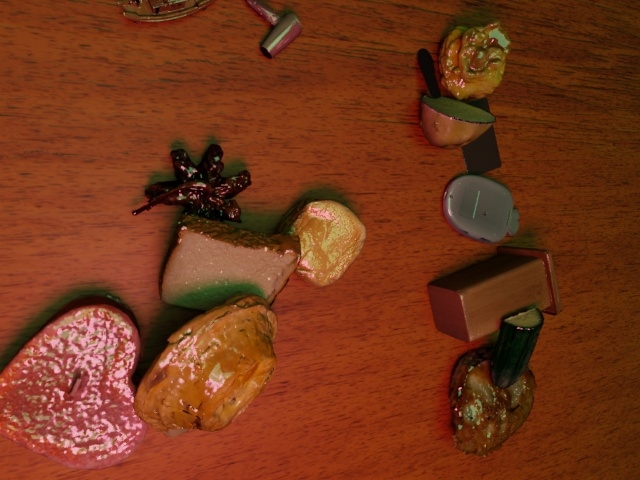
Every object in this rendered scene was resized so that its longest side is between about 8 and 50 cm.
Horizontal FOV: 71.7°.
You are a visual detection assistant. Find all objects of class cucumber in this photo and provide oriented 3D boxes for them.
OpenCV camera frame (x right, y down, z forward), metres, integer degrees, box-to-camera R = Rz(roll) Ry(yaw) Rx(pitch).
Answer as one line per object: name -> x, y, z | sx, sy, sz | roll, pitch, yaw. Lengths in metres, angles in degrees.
cucumber -> 0.521, 0.303, 1.177 | 0.115, 0.063, 0.244 | -7, 120, -18

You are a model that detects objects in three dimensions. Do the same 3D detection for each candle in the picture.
candle -> -0.470, 0.270, 0.828 | 0.286, 0.131, 0.317 | -4, 93, -22

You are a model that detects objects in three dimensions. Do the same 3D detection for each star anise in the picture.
star anise -> -0.244, -0.096, 0.918 | 0.190, 0.125, 0.220 | 34, 76, -26

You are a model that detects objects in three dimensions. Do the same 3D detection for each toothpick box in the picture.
toothpick box -> 0.477, 0.151, 1.238 | 0.307, 0.187, 0.191 | -18, 101, -19

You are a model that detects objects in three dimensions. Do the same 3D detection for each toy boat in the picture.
toy boat -> -0.304, -0.487, 0.897 | 0.206, 0.072, 0.065 | -27, 102, -22

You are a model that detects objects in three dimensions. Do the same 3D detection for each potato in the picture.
potato -> 0.350, -0.301, 1.182 | 0.202, 0.182, 0.117 | -9, 128, -32

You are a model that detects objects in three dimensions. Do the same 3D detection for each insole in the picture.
insole -> 0.292, -0.449, 1.188 | 0.053, 0.002, 0.153 | -9, 77, -23

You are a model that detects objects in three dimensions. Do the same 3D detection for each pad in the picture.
pad -> 0.461, -0.301, 1.300 | 0.142, 0.003, 0.212 | -20, 100, -23

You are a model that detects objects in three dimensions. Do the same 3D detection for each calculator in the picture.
calculator -> 0.480, -0.089, 1.297 | 0.298, 0.041, 0.186 | 17, 85, -23

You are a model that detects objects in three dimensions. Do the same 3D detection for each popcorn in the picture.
popcorn -> 0.413, -0.478, 1.190 | 0.197, 0.155, 0.198 | -7, 108, -22

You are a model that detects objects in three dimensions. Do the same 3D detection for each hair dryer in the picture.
hair dryer -> -0.128, -0.500, 1.000 | 0.154, 0.054, 0.106 | 46, 78, -9

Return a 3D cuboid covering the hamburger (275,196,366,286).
hamburger -> 0.001, 0.001, 1.042 | 0.213, 0.108, 0.214 | 0, 91, -25

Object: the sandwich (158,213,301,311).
sandwich -> -0.192, 0.057, 0.919 | 0.250, 0.087, 0.226 | 13, 124, -25

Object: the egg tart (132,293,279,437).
egg tart -> -0.191, 0.264, 0.877 | 0.341, 0.129, 0.341 | -42, 152, -28

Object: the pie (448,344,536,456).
pie -> 0.498, 0.467, 1.300 | 0.354, 0.102, 0.289 | -14, 98, -28
